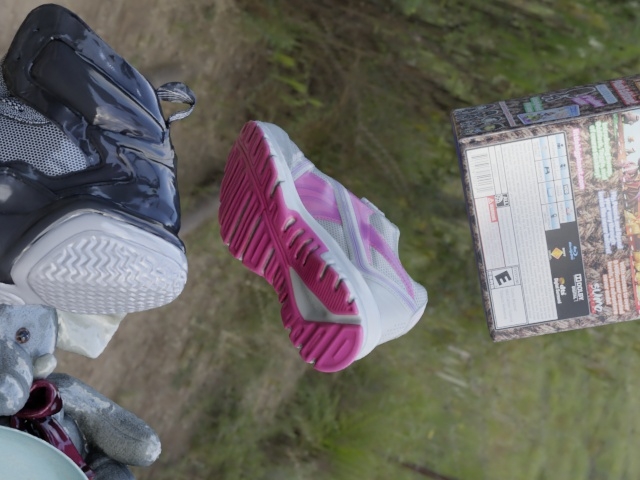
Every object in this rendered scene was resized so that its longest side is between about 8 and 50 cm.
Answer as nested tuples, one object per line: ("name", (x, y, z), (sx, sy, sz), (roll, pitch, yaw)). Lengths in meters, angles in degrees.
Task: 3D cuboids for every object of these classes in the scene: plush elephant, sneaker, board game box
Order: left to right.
("sneaker", (-0.198, -0.052, 0.621), (0.101, 0.268, 0.153), (133, -35, -67))
("plush elephant", (-0.303, 0.158, 1.123), (0.330, 0.271, 0.255), (-122, -157, -52))
("sneaker", (0.000, 0.000, 0.970), (0.111, 0.252, 0.103), (-3, 141, -39))
("board game box", (0.303, -0.044, 1.232), (0.141, 0.291, 0.232), (-82, 161, -70))

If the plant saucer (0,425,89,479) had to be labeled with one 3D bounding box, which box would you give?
("plant saucer", (-0.277, 0.219, 0.953), (0.037, 0.194, 0.195), (-95, -161, -61))
